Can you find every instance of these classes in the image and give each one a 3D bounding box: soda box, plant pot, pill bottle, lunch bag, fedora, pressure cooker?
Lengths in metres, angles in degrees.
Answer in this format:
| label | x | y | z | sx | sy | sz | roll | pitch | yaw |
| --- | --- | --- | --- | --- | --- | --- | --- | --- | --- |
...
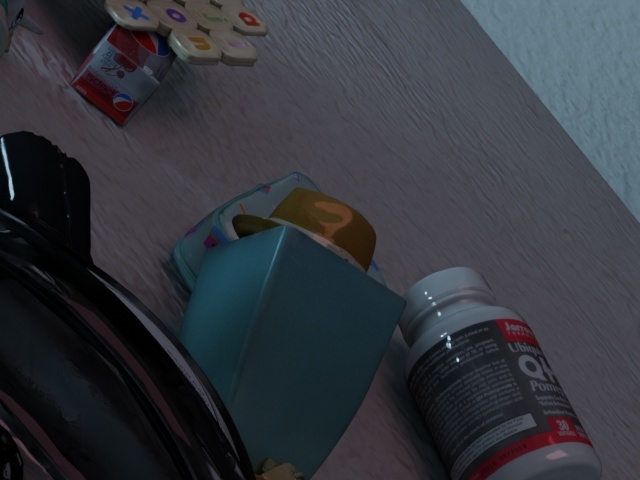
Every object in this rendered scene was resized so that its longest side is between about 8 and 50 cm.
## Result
| label | x | y | z | sx | sy | sz | roll | pitch | yaw |
| --- | --- | --- | --- | --- | --- | --- | --- | --- | --- |
| soda box | -0.239 | -0.254 | 1.941 | 0.092 | 0.083 | 0.263 | 39 | 26 | -12 |
| plant pot | -0.055 | 0.135 | 1.508 | 0.166 | 0.165 | 0.234 | 34 | 63 | -26 |
| pill bottle | 0.211 | 0.195 | 1.869 | 0.176 | 0.176 | 0.318 | 18 | 38 | -45 |
| lunch bag | -0.042 | 0.046 | 1.781 | 0.224 | 0.108 | 0.279 | 54 | 28 | 2 |
| fedora | 0.000 | 0.000 | 1.600 | 0.194 | 0.079 | 0.194 | 25 | -13 | 6 |
| pressure cooker | -0.238 | 0.188 | 0.922 | 0.370 | 0.420 | 0.375 | 27 | 31 | -33 |

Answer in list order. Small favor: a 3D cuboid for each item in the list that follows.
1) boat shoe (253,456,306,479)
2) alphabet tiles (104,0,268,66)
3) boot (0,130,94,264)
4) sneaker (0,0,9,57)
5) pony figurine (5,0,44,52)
| label | x | y | z | sx | sy | sz | roll | pitch | yaw |
| --- | --- | --- | --- | --- | --- | --- | --- | --- | --- |
| boat shoe | -0.051 | 0.257 | 1.361 | 0.324 | 0.122 | 0.120 | 26 | 62 | -16 |
| alphabet tiles | -0.207 | -0.328 | 1.968 | 0.278 | 0.021 | 0.284 | -8 | 51 | -50 |
| boot | -0.318 | -0.025 | 1.478 | 0.246 | 0.094 | 0.207 | 29 | 33 | -45 |
| sneaker | -0.404 | -0.268 | 1.299 | 0.302 | 0.108 | 0.121 | 36 | 27 | -39 |
| pony figurine | -0.388 | -0.305 | 1.568 | 0.351 | 0.363 | 0.302 | -10 | 66 | -42 |
